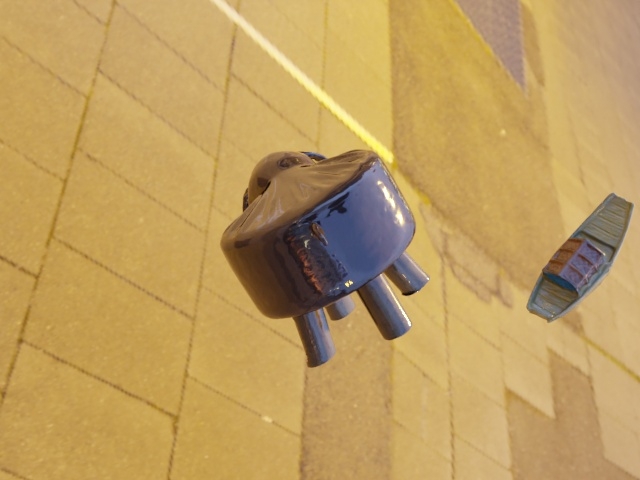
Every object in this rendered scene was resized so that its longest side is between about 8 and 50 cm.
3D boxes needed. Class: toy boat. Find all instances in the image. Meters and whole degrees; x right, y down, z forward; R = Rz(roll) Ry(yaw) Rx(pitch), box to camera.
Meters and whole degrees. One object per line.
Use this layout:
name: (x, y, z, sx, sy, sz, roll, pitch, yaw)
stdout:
toy boat: (0.301, 0.022, 0.988, 0.065, 0.172, 0.066, 35, -10, 34)

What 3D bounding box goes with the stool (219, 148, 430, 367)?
stool: (0.000, 0.000, 0.610, 0.121, 0.125, 0.217, 58, -3, -18)
